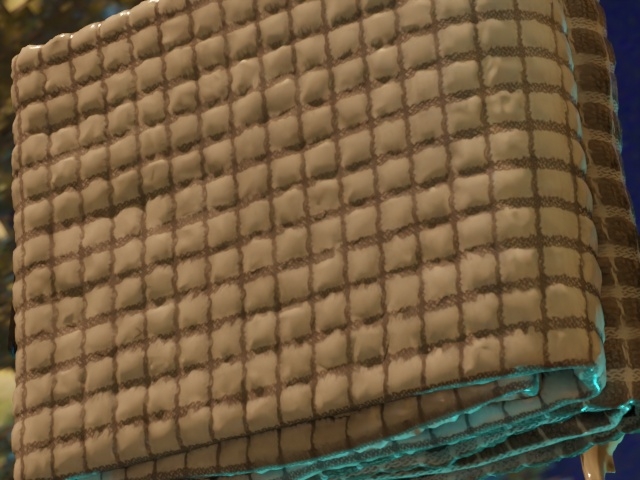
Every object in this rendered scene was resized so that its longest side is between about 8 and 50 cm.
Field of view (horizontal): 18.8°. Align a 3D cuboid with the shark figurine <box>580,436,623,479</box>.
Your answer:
[{"bbox_3d":[0.248,0.121,1.687,0.116,0.166,0.278,38,-116,-17],"label":"shark figurine"}]

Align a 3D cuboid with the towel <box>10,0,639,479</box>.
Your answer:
[{"bbox_3d":[0.000,0.000,0.854,0.121,0.284,0.235,29,-130,-52],"label":"towel"}]

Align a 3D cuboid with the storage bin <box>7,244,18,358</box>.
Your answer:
[{"bbox_3d":[-0.121,0.010,1.283,0.084,0.122,0.180,21,-148,16],"label":"storage bin"}]
